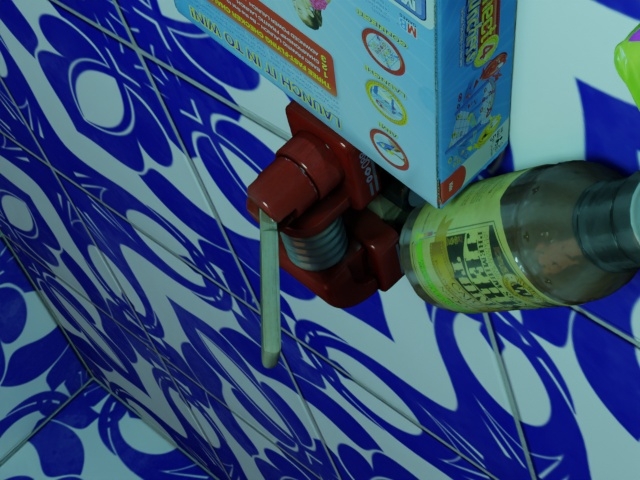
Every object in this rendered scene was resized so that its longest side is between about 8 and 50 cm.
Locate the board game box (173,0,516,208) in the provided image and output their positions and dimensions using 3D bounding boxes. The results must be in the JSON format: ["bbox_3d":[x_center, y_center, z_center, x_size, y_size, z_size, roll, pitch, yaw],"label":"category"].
[{"bbox_3d":[0.003,-0.210,1.162,0.308,0.086,0.302,39,160,22],"label":"board game box"}]

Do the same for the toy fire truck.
[{"bbox_3d":[0.000,0.000,1.345,0.158,0.246,0.217,37,159,29],"label":"toy fire truck"}]

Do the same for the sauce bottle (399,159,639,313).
[{"bbox_3d":[0.170,-0.004,1.181,0.111,0.111,0.344,50,162,-9],"label":"sauce bottle"}]

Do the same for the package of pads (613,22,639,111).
[{"bbox_3d":[0.313,-0.017,0.853,0.296,0.101,0.229,55,159,-21],"label":"package of pads"}]
